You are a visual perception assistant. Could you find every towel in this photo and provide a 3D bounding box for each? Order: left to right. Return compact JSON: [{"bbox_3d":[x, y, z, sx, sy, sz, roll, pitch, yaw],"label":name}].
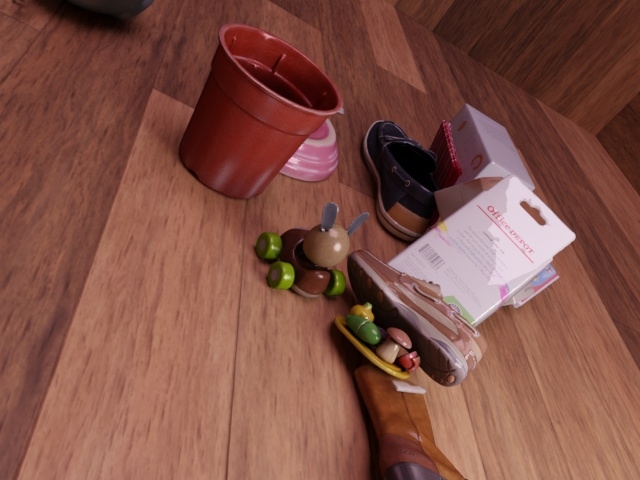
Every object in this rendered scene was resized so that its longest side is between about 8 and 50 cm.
[{"bbox_3d":[0.323,-0.185,1.783,0.031,0.199,0.275,15,36,-8],"label":"towel"}]

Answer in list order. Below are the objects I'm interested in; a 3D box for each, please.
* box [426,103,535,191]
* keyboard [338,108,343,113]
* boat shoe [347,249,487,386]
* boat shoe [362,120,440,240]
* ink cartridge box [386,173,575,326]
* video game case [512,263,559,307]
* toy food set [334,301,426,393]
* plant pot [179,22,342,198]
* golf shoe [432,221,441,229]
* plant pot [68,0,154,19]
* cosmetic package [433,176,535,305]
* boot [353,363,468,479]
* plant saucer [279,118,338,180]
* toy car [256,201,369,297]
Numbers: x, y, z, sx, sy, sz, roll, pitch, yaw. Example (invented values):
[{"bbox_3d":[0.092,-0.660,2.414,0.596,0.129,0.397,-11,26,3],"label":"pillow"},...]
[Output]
[{"bbox_3d":[0.462,-0.213,1.943,0.168,0.215,0.345,26,34,-20],"label":"box"},{"bbox_3d":[-0.004,-0.479,2.013,0.072,0.014,0.256,4,44,-36],"label":"keyboard"},{"bbox_3d":[0.176,0.129,1.227,0.116,0.123,0.324,-29,60,-26],"label":"boat shoe"},{"bbox_3d":[0.226,-0.200,1.746,0.187,0.156,0.500,25,32,-18],"label":"boat shoe"},{"bbox_3d":[0.327,0.043,1.364,0.353,0.119,0.207,-35,71,-12],"label":"ink cartridge box"},{"bbox_3d":[0.483,0.015,1.693,0.204,0.025,0.285,-24,77,-39],"label":"video game case"},{"bbox_3d":[0.119,0.178,1.162,0.128,0.071,0.218,26,12,-47],"label":"toy food set"},{"bbox_3d":[-0.141,-0.243,1.316,0.272,0.265,0.272,27,32,-18],"label":"plant pot"},{"bbox_3d":[0.336,-0.008,1.673,0.069,0.086,0.176,28,31,-13],"label":"golf shoe"},{"bbox_3d":[-0.485,-0.644,1.514,0.196,0.293,0.293,43,17,-50],"label":"plant pot"},{"bbox_3d":[0.388,0.007,1.539,0.153,0.129,0.296,-11,85,-55],"label":"cosmetic package"},{"bbox_3d":[0.182,0.351,1.079,0.264,0.096,0.280,23,22,-20],"label":"boot"},{"bbox_3d":[-0.087,-0.287,1.606,0.332,0.084,0.332,26,33,-18],"label":"plant saucer"},{"bbox_3d":[0.000,0.000,1.214,0.155,0.188,0.149,10,41,-38],"label":"toy car"}]
